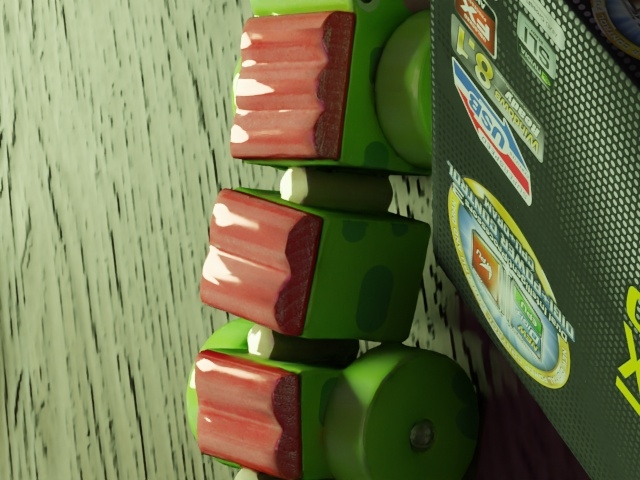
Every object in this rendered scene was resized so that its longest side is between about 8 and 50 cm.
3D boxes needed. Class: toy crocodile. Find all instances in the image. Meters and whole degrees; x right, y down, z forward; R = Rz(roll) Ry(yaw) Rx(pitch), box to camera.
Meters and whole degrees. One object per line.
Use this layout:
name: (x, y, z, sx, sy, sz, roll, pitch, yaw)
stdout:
toy crocodile: (0.000, 0.000, 0.793, 0.115, 0.105, 0.340, 9, 92, 47)

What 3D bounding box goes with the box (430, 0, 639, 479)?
box: (0.123, 0.026, 0.600, 0.270, 0.060, 0.216, 57, 164, 31)
